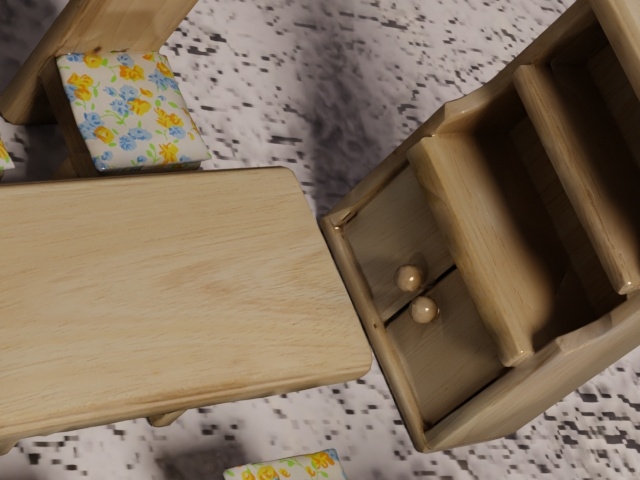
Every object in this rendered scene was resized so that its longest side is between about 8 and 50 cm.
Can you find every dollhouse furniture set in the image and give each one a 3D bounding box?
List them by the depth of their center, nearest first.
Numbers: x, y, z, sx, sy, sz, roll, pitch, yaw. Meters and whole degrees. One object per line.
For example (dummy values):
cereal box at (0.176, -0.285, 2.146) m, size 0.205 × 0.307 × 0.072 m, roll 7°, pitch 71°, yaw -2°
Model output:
dollhouse furniture set at (0.000, 0.000, 0.533) m, size 0.242 × 0.161 × 0.212 m, roll -6°, pitch 64°, yaw -40°
